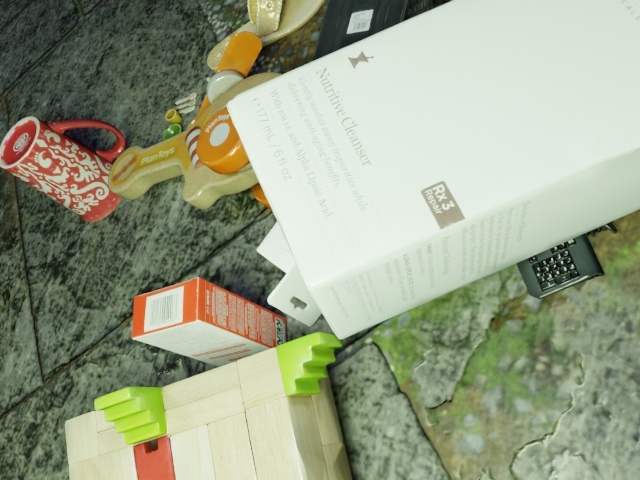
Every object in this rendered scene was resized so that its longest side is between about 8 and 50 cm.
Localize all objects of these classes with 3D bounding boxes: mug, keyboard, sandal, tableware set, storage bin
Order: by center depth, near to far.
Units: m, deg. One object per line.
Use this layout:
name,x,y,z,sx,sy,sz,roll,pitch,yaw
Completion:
keyboard,0.229,-0.042,0.670,0.100,0.038,0.192,-26,56,19
storage bin,0.072,-0.267,0.853,0.122,0.084,0.180,2,68,33
sandal,-0.094,-0.355,1.005,0.240,0.079,0.088,-35,53,13
tableware set,-0.187,-0.208,1.027,0.154,0.024,0.104,-12,61,27
mug,-0.406,-0.131,1.035,0.113,0.169,0.150,1,68,34

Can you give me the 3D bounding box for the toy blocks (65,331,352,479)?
toy blocks,-0.111,0.278,0.662,0.381,0.190,0.261,-23,68,22

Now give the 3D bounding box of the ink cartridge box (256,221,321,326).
ink cartridge box,0.000,0.000,0.752,0.060,0.104,0.180,35,87,38

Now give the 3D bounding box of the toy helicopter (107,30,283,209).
toy helicopter,-0.175,-0.147,0.923,0.355,0.140,0.235,-13,61,32

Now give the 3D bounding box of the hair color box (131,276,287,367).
hair color box,-0.121,0.099,0.739,0.093,0.167,0.053,-17,60,25

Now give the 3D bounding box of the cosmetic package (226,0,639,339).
cosmetic package,0.140,-0.092,0.598,0.384,0.156,0.217,-26,63,1
